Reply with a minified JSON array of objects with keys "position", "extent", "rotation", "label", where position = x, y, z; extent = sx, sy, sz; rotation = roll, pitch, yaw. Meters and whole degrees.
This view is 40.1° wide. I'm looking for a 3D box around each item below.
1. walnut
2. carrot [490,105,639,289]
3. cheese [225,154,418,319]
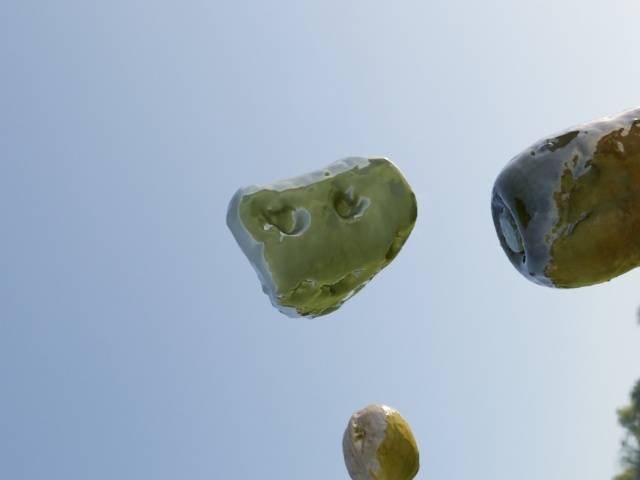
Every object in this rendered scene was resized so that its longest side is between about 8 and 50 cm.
[{"position":[0.121,0.433,1.815],"extent":[0.207,0.159,0.159],"rotation":[-105,0,-45],"label":"walnut"},{"position":[0.420,-0.070,1.235],"extent":[0.224,0.340,0.224],"rotation":[159,90,-84],"label":"carrot"},{"position":[0.001,0.002,1.193],"extent":[0.251,0.174,0.248],"rotation":[-27,-15,-18],"label":"cheese"}]
